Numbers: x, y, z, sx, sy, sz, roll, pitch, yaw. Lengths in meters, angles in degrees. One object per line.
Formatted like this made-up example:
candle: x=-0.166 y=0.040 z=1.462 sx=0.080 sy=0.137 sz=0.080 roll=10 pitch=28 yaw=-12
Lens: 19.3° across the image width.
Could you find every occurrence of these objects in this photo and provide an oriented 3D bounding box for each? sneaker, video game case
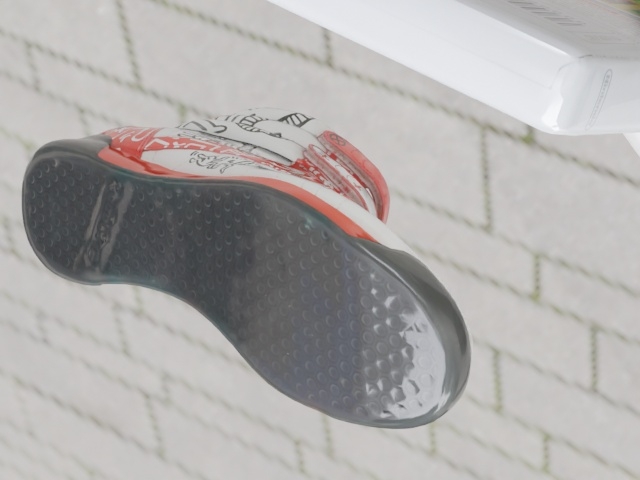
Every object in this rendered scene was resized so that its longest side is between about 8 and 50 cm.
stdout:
sneaker: x=0.000 y=-0.001 z=0.852 sx=0.270 sy=0.145 sz=0.090 roll=20 pitch=114 yaw=42
video game case: x=0.034 y=-0.087 z=0.584 sx=0.227 sy=0.206 sz=0.026 roll=28 pitch=110 yaw=31

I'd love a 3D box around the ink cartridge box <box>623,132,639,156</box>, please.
ink cartridge box: x=0.209 y=-0.054 z=0.742 sx=0.218 sy=0.158 sz=0.092 roll=46 pitch=-167 yaw=-40
